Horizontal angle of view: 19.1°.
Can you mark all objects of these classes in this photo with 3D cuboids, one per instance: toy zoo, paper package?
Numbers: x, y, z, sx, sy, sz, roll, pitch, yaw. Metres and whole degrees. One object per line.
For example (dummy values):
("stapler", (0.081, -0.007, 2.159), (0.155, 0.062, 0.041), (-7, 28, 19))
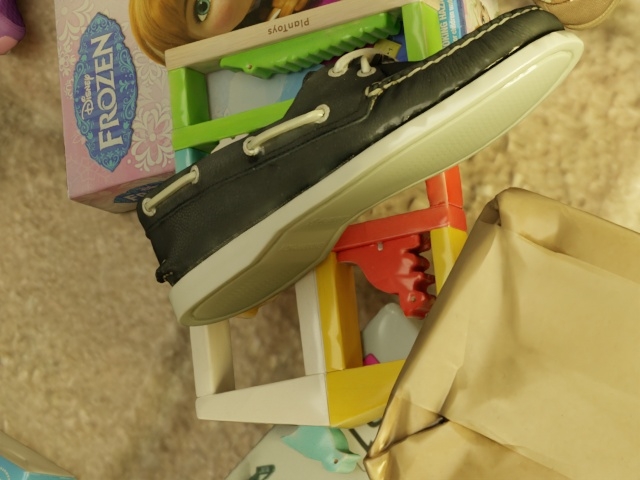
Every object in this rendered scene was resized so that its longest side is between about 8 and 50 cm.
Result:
("toy zoo", (0.000, 0.000, 1.197), (0.192, 0.030, 0.293), (-13, 76, 27))
("paper package", (0.242, 0.122, 0.930), (0.309, 0.325, 0.168), (24, 92, 32))

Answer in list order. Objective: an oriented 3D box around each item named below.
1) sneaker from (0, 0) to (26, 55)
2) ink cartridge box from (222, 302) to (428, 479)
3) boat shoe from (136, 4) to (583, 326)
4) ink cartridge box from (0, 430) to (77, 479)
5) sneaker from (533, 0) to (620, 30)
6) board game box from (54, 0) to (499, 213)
("sneaker", (-0.265, -0.252, 1.442), (0.104, 0.095, 0.236), (-30, 66, 14))
("ink cartridge box", (0.035, 0.219, 1.188), (0.275, 0.060, 0.239), (-48, 60, 13))
("boat shoe", (0.012, -0.060, 1.116), (0.302, 0.114, 0.091), (-33, 74, 20))
("ink cartridge box", (-0.260, 0.227, 1.354), (0.104, 0.060, 0.180), (25, 93, 31))
("sneaker", (0.185, -0.224, 1.182), (0.066, 0.071, 0.188), (22, 92, 32))
("board game box", (-0.042, -0.206, 1.313), (0.318, 0.066, 0.318), (-14, 73, 27))
